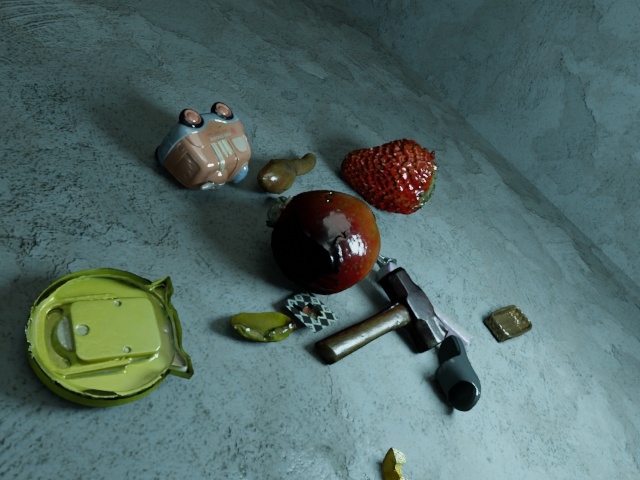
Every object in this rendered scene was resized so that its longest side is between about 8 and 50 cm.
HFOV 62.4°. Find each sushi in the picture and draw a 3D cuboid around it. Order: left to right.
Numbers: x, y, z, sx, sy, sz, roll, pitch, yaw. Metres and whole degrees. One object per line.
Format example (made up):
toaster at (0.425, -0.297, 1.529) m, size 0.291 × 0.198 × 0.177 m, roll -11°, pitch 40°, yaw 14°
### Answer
sushi at (-0.028, 0.189, 1.362) m, size 0.120 × 0.026 × 0.126 m, roll 41°, pitch 29°, yaw 18°

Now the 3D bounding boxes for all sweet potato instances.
sweet potato at (-0.112, -0.216, 1.687) m, size 0.109 × 0.109 × 0.385 m, roll 39°, pitch 24°, yaw 4°

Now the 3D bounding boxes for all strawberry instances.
strawberry at (0.246, -0.236, 1.912) m, size 0.350 × 0.268 × 0.312 m, roll 10°, pitch 5°, yaw 12°

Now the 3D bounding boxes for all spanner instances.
spanner at (0.147, 0.025, 1.697) m, size 0.325 × 0.026 × 0.093 m, roll 39°, pitch 37°, yaw 6°

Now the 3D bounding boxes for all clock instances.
clock at (-0.405, 0.184, 1.014) m, size 0.293 × 0.071 × 0.277 m, roll 7°, pitch 49°, yaw -34°

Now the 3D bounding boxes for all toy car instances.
toy car at (-0.312, -0.246, 1.499) m, size 0.212 × 0.180 × 0.270 m, roll 52°, pitch 38°, yaw 3°

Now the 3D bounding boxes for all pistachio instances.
pistachio at (-0.134, 0.209, 1.233) m, size 0.172 × 0.049 × 0.089 m, roll 5°, pitch 24°, yaw -34°

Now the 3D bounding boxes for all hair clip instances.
hair clip at (0.001, -0.036, 1.584) m, size 0.321 × 0.091 × 0.138 m, roll 32°, pitch 39°, yaw -5°

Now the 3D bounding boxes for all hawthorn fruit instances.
hawthorn fruit at (0.015, 0.007, 1.390) m, size 0.315 × 0.316 × 0.316 m, roll 22°, pitch 38°, yaw -19°

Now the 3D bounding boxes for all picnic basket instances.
picnic basket at (0.635, 0.282, 1.787) m, size 0.193 × 0.055 × 0.110 m, roll -6°, pitch 52°, yaw -43°

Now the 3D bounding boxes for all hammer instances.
hammer at (0.155, 0.228, 1.403) m, size 0.408 × 0.095 × 0.243 m, roll -18°, pitch 72°, yaw -42°

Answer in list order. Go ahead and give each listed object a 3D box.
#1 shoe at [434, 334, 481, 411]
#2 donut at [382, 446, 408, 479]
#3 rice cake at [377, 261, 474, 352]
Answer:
shoe at (0.349, 0.352, 1.433) m, size 0.093 × 0.108 × 0.241 m, roll 22°, pitch 31°, yaw -17°
donut at (0.171, 0.503, 1.148) m, size 0.037 × 0.067 × 0.083 m, roll 33°, pitch -2°, yaw -34°
rice cake at (0.315, 0.208, 1.595) m, size 0.365 × 0.073 × 0.056 m, roll 44°, pitch 37°, yaw 7°
